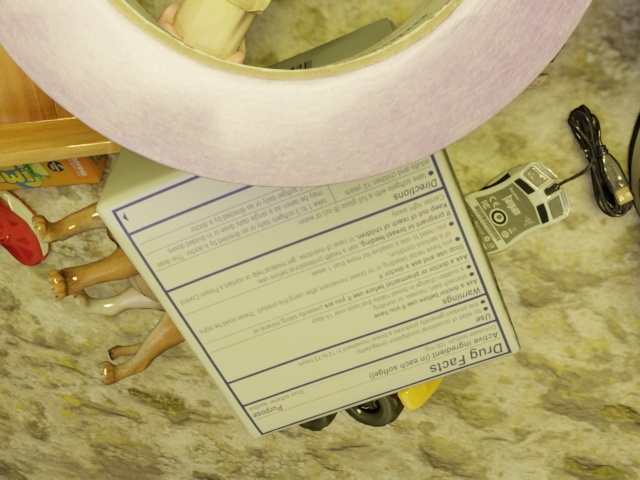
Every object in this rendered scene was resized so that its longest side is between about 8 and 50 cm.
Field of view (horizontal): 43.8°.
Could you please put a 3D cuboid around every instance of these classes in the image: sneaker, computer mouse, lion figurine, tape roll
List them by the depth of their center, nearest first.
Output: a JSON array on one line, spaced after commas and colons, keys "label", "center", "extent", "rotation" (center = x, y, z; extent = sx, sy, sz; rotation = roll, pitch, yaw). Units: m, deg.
[{"label": "tape roll", "center": [-0.016, -0.163, 0.335], "extent": [0.275, 0.090, 0.274], "rotation": [-1, 102, -4]}, {"label": "computer mouse", "center": [0.204, -0.045, 0.772], "extent": [0.193, 0.042, 0.106], "rotation": [-28, 98, 45]}, {"label": "lion figurine", "center": [-0.188, 0.034, 0.960], "extent": [0.240, 0.142, 0.392], "rotation": [-18, 155, -12]}, {"label": "sneaker", "center": [-0.448, -0.021, 1.010], "extent": [0.087, 0.128, 0.221], "rotation": [-9, 129, 31]}]

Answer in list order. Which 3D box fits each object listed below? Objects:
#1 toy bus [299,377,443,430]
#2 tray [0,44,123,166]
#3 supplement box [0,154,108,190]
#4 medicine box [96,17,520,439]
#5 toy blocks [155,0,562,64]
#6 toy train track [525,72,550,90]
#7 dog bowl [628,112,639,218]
[{"label": "toy bus", "center": [0.016, 0.103, 0.950], "extent": [0.220, 0.149, 0.211], "rotation": [-17, 113, 38]}, {"label": "tray", "center": [-0.290, -0.254, 0.629], "extent": [0.203, 0.076, 0.410], "rotation": [-8, 127, -10]}, {"label": "supplement box", "center": [-0.358, -0.105, 0.882], "extent": [0.234, 0.080, 0.078], "rotation": [-6, 147, 8]}, {"label": "medicine box", "center": [0.000, 0.000, 0.710], "extent": [0.264, 0.149, 0.289], "rotation": [-20, 121, 12]}, {"label": "toy blocks", "center": [-0.039, -0.179, 0.558], "extent": [0.309, 0.288, 0.260], "rotation": [28, 132, -10]}, {"label": "toy train track", "center": [0.164, -0.139, 0.718], "extent": [0.083, 0.014, 0.048], "rotation": [-8, 124, 22]}, {"label": "dog bowl", "center": [0.457, -0.019, 0.619], "extent": [0.408, 0.150, 0.407], "rotation": [12, 138, 11]}]
